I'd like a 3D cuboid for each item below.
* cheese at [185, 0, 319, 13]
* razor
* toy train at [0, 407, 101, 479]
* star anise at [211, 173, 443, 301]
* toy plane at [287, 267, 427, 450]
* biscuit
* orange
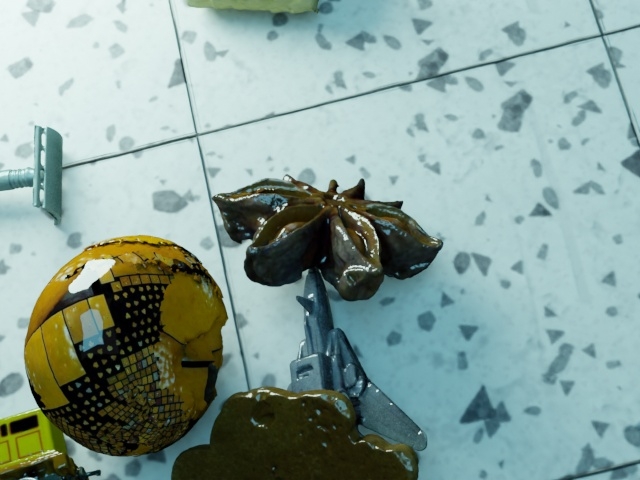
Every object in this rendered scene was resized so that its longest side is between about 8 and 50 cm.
[{"bbox_3d":[-0.081,-0.339,1.584,0.167,0.094,0.123,6,73,9],"label":"cheese"},{"bbox_3d":[-0.420,-0.065,1.545,0.232,0.068,0.106,-7,69,9],"label":"razor"},{"bbox_3d":[-0.346,0.261,1.402,0.219,0.089,0.127,-18,59,0],"label":"toy train"},{"bbox_3d":[0.006,0.003,1.431,0.214,0.099,0.220,-21,42,-32],"label":"star anise"},{"bbox_3d":[0.000,0.141,1.402,0.212,0.088,0.267,-20,65,24],"label":"toy plane"},{"bbox_3d":[-0.027,0.247,1.328,0.290,0.041,0.208,-13,95,28],"label":"biscuit"},{"bbox_3d":[-0.205,0.109,1.367,0.182,0.234,0.234,12,71,31],"label":"orange"}]
